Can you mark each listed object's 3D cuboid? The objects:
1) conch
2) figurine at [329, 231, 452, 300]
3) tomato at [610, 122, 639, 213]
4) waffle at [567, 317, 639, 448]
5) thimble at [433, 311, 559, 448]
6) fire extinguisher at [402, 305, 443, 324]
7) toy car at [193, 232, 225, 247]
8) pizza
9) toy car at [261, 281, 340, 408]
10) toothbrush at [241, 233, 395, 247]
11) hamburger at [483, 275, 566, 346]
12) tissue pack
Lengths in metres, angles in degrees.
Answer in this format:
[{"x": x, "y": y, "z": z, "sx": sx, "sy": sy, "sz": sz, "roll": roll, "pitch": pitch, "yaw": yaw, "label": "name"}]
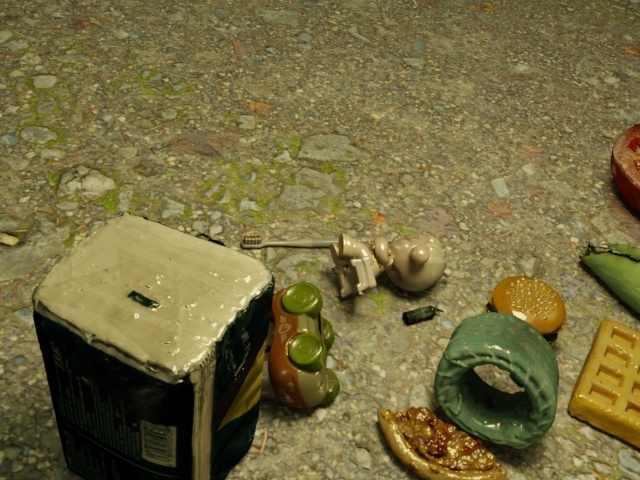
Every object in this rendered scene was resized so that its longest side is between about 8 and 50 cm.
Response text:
[{"x": 0.672, "y": 0.066, "z": 1.592, "sx": 0.250, "sy": 0.137, "sz": 0.143, "roll": 40, "pitch": 33, "yaw": 22, "label": "conch"}, {"x": 0.159, "y": 0.048, "z": 1.518, "sx": 0.256, "sy": 0.182, "sz": 0.145, "roll": -7, "pitch": 62, "yaw": -19, "label": "figurine"}, {"x": 0.862, "y": -0.141, "z": 1.838, "sx": 0.338, "sy": 0.144, "sz": 0.339, "roll": 3, "pitch": 48, "yaw": -3, "label": "tomato"}, {"x": 0.615, "y": 0.282, "z": 1.430, "sx": 0.221, "sy": 0.055, "sz": 0.248, "roll": 26, "pitch": 47, "yaw": 15, "label": "waffle"}, {"x": 0.315, "y": 0.248, "z": 1.310, "sx": 0.235, "sy": 0.198, "sz": 0.143, "roll": 56, "pitch": 31, "yaw": -9, "label": "thimble"}, {"x": 0.207, "y": 0.147, "z": 1.516, "sx": 0.083, "sy": 0.025, "sz": 0.038, "roll": -11, "pitch": 25, "yaw": -20, "label": "fire extinguisher"}, {"x": -0.194, "y": 0.079, "z": 1.471, "sx": 0.191, "sy": 0.100, "sz": 0.097, "roll": 34, "pitch": 46, "yaw": -4, "label": "toy car"}, {"x": 0.205, "y": 0.358, "z": 1.281, "sx": 0.246, "sy": 0.058, "sz": 0.127, "roll": 37, "pitch": 50, "yaw": 22, "label": "pizza"}, {"x": -0.086, "y": 0.201, "z": 1.353, "sx": 0.235, "sy": 0.145, "sz": 0.235, "roll": -9, "pitch": 47, "yaw": 9, "label": "toy car"}, {"x": 0.000, "y": 0.002, "z": 1.621, "sx": 0.342, "sy": 0.030, "sz": 0.025, "roll": 1, "pitch": 50, "yaw": -12, "label": "toothbrush"}, {"x": 0.408, "y": 0.148, "z": 1.486, "sx": 0.161, "sy": 0.115, "sz": 0.162, "roll": 6, "pitch": 44, "yaw": -6, "label": "hamburger"}, {"x": -0.239, "y": 0.205, "z": 1.110, "sx": 0.264, "sy": 0.417, "sz": 0.253, "roll": 22, "pitch": 43, "yaw": 15, "label": "tissue pack"}]
